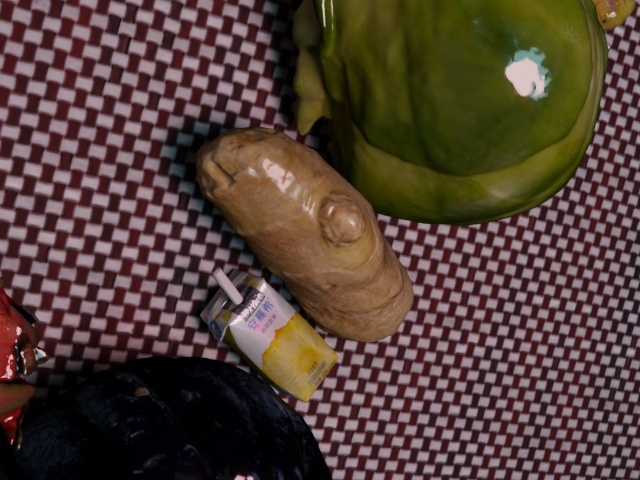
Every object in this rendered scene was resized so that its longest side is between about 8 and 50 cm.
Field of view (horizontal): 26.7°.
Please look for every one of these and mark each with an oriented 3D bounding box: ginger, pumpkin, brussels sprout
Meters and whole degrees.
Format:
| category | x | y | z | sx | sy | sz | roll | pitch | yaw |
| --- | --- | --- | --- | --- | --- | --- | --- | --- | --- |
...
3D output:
| category | x | y | z | sx | sy | sz | roll | pitch | yaw |
| --- | --- | --- | --- | --- | --- | --- | --- | --- | --- |
| ginger | 0.000 | 0.000 | 1.419 | 0.354 | 0.190 | 0.126 | 48 | 62 | -47 |
| pumpkin | -0.158 | 0.285 | 1.295 | 0.363 | 0.266 | 0.363 | -20 | 129 | -27 |
| brussels sprout | 0.144 | -0.193 | 1.402 | 0.276 | 0.315 | 0.371 | -40 | 119 | -48 |

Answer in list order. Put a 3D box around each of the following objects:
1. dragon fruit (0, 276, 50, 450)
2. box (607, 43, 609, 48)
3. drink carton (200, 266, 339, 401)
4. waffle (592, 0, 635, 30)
| category | x | y | z | sx | sy | sz | roll | pitch | yaw |
| --- | --- | --- | --- | --- | --- | --- | --- | --- | --- |
| dragon fruit | -0.345 | 0.100 | 1.180 | 0.274 | 0.192 | 0.193 | -9 | 99 | -46 |
| box | 0.261 | -0.206 | 1.600 | 0.154 | 0.040 | 0.084 | -9 | 141 | -32 |
| drink carton | -0.070 | 0.088 | 1.441 | 0.084 | 0.074 | 0.200 | -51 | 124 | -15 |
| waffle | 0.301 | -0.386 | 1.595 | 0.301 | 0.058 | 0.281 | 26 | 88 | -38 |
